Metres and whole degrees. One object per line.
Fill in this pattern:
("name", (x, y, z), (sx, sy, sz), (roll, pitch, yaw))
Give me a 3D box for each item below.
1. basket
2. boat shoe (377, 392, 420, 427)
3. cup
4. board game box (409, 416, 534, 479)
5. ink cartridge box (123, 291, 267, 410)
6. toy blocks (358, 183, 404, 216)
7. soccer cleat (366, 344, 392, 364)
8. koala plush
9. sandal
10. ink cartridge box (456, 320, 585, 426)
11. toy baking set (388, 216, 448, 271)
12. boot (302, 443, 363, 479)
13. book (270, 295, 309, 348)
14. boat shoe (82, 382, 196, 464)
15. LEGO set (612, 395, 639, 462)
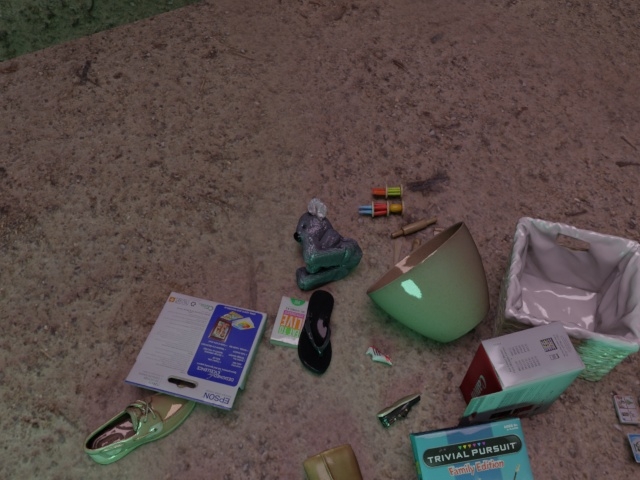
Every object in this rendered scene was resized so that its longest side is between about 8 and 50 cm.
("basket", (0.654, 0.159, 1.578), (0.328, 0.266, 0.331), (14, 58, 11))
("boat shoe", (0.212, 0.446, 1.535), (0.133, 0.049, 0.042), (-25, 86, -22))
("cup", (0.327, 0.140, 1.604), (0.331, 0.331, 0.237), (-36, 89, -20))
("board game box", (0.365, 0.600, 1.337), (0.253, 0.079, 0.336), (-9, 76, -4))
("ink cartridge box", (-0.335, 0.307, 1.617), (0.303, 0.072, 0.307), (12, 53, 9))
("toy blocks", (0.199, -0.133, 1.919), (0.148, 0.054, 0.123), (-1, 57, 2))
("soccer cleat", (0.165, 0.328, 1.625), (0.083, 0.029, 0.035), (35, 72, 26))
("koala plush", (0.000, 0.000, 1.767), (0.203, 0.196, 0.221), (-13, 55, -21))
("sandal", (-0.010, 0.251, 1.649), (0.097, 0.054, 0.255), (10, 57, -11))
("ink cartridge box", (0.450, 0.348, 1.430), (0.271, 0.309, 0.130), (-13, 56, -7))
("toy baking set", (0.313, 0.025, 1.822), (0.256, 0.030, 0.197), (-16, 57, -9))
("boot", (0.015, 0.650, 1.374), (0.236, 0.089, 0.269), (-9, 55, -25))
("book", (-0.082, 0.239, 1.693), (0.096, 0.035, 0.144), (11, 56, 5))
("boat shoe", (-0.463, 0.465, 1.508), (0.302, 0.098, 0.109), (-29, 60, -17))
("LEGO set", (0.864, 0.516, 1.473), (0.182, 0.060, 0.244), (2, 44, 3))
